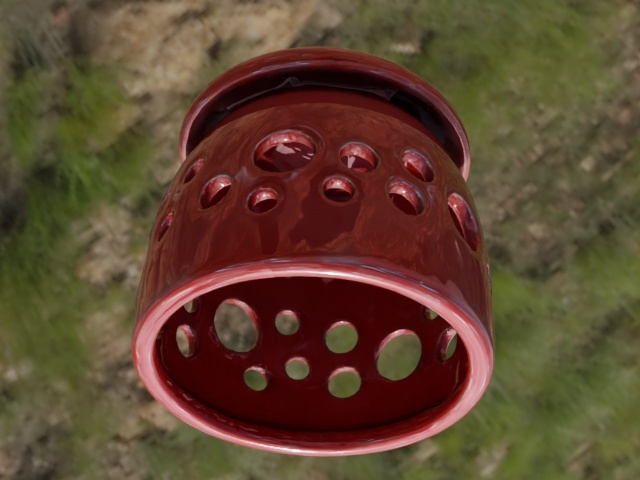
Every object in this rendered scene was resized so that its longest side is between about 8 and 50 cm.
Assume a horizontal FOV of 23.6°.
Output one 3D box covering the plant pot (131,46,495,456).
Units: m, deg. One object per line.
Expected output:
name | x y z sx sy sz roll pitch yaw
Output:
plant pot | 0.000 0.000 0.843 0.191 0.174 0.191 3 145 2
